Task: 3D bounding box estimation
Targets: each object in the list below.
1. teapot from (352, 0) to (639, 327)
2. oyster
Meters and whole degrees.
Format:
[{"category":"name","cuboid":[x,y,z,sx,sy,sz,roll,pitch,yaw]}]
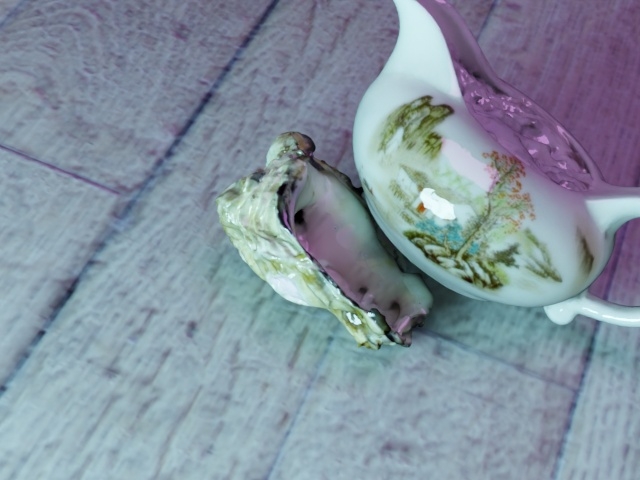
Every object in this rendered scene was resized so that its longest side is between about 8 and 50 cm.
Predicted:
[{"category":"teapot","cuboid":[0.130,-0.043,1.087,0.298,0.139,0.204,40,24,3]},{"category":"oyster","cuboid":[0.000,0.000,1.076,0.163,0.081,0.191,31,36,-27]}]
